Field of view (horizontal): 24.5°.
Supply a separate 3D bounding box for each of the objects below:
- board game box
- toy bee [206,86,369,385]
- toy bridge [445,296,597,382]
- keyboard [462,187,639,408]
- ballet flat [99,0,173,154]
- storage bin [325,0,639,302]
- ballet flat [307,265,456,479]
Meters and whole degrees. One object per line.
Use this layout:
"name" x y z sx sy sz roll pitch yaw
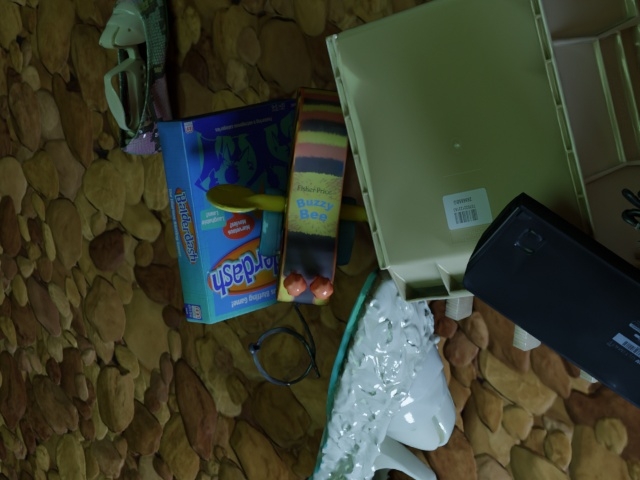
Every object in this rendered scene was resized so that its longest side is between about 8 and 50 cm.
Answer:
"board game box" -0.080 -0.033 1.541 0.047 0.160 0.210 4 106 48
"toy bee" 0.000 0.000 1.445 0.162 0.195 0.298 -124 20 -82
"toy bridge" 0.193 0.070 1.358 0.188 0.026 0.063 23 118 43
"keyboard" 0.276 0.062 1.137 0.317 0.033 0.201 34 140 -3
"ballet flat" -0.216 -0.206 1.707 0.077 0.079 0.221 14 112 48
"storage bin" 0.157 -0.092 1.273 0.262 0.123 0.260 -10 95 50
"ballet flat" 0.066 0.197 1.497 0.147 0.147 0.409 44 135 32
